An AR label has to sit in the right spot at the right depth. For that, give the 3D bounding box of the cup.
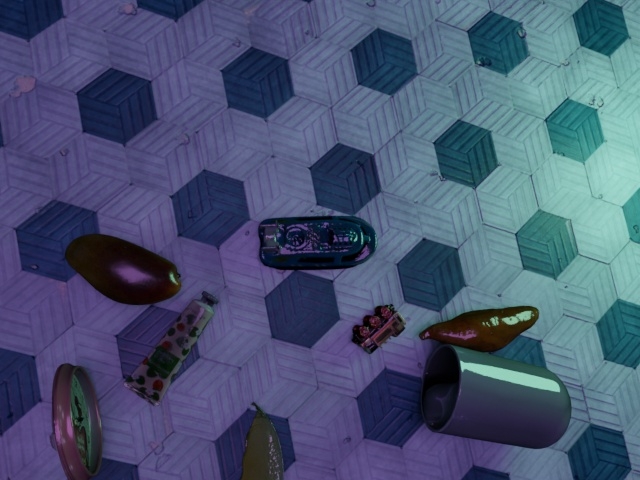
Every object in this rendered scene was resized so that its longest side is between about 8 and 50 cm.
[{"bbox_3d":[0.418,0.380,1.334,0.313,0.205,0.205,15,80,-11],"label":"cup"}]

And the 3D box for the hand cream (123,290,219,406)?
[{"bbox_3d":[-0.331,0.240,1.277,0.095,0.059,0.276,35,81,-3],"label":"hand cream"}]

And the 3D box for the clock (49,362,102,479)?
[{"bbox_3d":[-0.497,0.369,1.126,0.056,0.244,0.244,-12,85,-11],"label":"clock"}]

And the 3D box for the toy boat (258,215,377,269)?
[{"bbox_3d":[0.000,0.000,1.360,0.299,0.092,0.134,-2,79,-11],"label":"toy boat"}]

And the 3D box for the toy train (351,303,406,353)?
[{"bbox_3d":[0.143,0.221,1.376,0.138,0.050,0.087,-40,94,-14],"label":"toy train"}]

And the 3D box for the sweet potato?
[{"bbox_3d":[0.415,0.227,1.402,0.360,0.112,0.112,-4,83,-15],"label":"sweet potato"}]

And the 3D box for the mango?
[{"bbox_3d":[-0.445,0.068,1.248,0.268,0.111,0.133,22,90,-3],"label":"mango"}]

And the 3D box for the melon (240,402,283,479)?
[{"bbox_3d":[-0.139,0.509,1.291,0.114,0.053,0.261,-4,79,6],"label":"melon"}]
